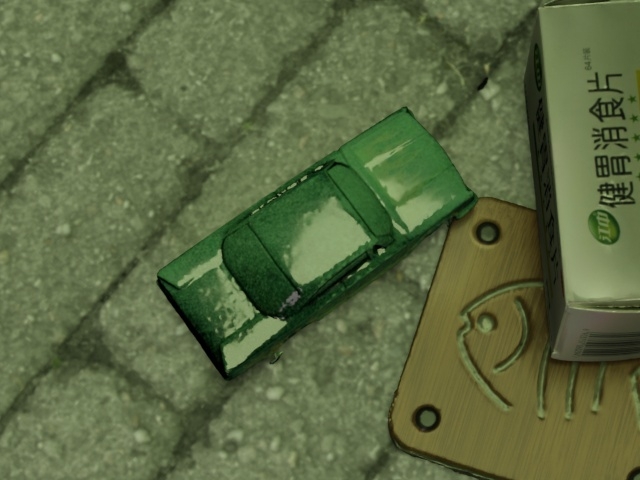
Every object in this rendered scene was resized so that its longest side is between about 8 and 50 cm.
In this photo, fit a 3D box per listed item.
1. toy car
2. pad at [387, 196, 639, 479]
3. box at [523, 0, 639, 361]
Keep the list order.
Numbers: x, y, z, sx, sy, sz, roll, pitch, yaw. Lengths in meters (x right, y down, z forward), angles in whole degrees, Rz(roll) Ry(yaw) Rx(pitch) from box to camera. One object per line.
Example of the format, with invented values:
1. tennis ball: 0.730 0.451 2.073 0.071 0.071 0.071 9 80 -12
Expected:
1. toy car: 0.000 0.000 1.516 0.321 0.097 0.141 -35 77 -6
2. pad: 0.236 0.117 1.516 0.284 0.018 0.286 17 75 8
3. box: 0.288 -0.064 1.468 0.145 0.173 0.332 -2 70 1
